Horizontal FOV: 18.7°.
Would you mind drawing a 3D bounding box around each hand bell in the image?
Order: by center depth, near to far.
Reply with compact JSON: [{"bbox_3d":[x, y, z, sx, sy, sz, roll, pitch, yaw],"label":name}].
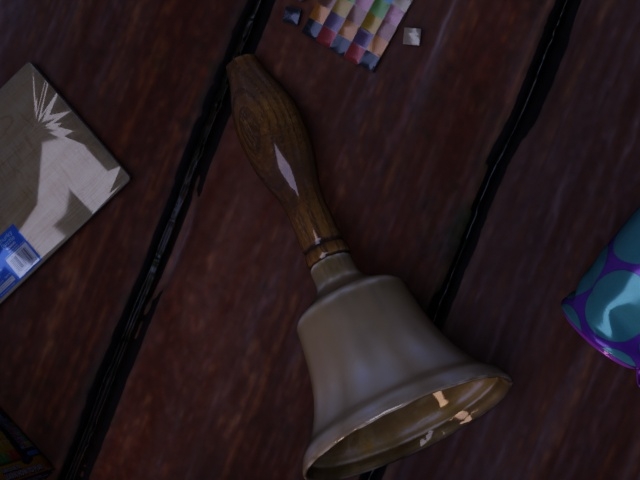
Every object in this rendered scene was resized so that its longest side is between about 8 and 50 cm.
[{"bbox_3d":[0.000,0.000,1.095,0.126,0.126,0.242,-29,72,13],"label":"hand bell"}]

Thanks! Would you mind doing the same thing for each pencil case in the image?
[{"bbox_3d":[0.201,0.003,1.051,0.152,0.064,0.070,-49,63,10],"label":"pencil case"}]

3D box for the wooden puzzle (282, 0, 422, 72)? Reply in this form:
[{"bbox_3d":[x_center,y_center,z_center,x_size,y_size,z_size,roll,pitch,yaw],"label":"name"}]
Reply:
[{"bbox_3d":[0.021,-0.130,1.126,0.083,0.006,0.049,31,98,12],"label":"wooden puzzle"}]

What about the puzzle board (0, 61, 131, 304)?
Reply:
[{"bbox_3d":[-0.189,-0.030,1.178,0.128,0.011,0.096,-43,82,11],"label":"puzzle board"}]

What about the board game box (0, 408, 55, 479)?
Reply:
[{"bbox_3d":[-0.242,0.105,1.110,0.048,0.170,0.141,-44,81,11],"label":"board game box"}]
